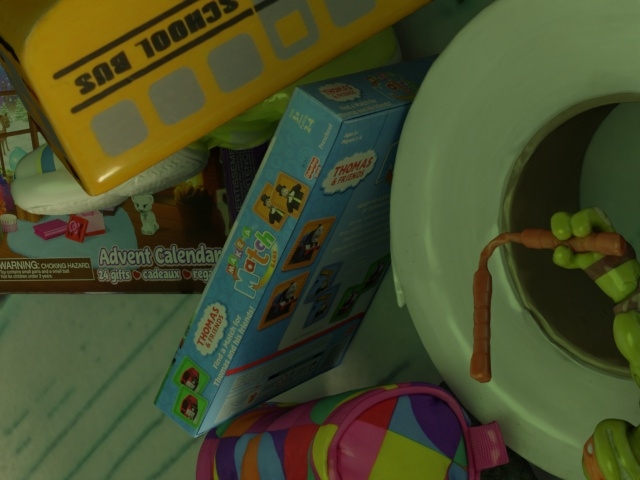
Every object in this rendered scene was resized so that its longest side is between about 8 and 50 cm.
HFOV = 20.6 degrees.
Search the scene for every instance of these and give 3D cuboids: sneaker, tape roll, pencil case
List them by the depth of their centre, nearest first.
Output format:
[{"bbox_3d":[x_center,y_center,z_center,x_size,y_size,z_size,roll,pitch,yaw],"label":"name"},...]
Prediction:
[{"bbox_3d":[0.180,-0.010,0.926,0.286,0.100,0.286,8,106,29],"label":"tape roll"},{"bbox_3d":[-0.078,-0.103,1.008,0.126,0.240,0.091,68,164,0],"label":"sneaker"},{"bbox_3d":[0.009,0.134,1.015,0.236,0.104,0.104,-16,94,65],"label":"pencil case"}]

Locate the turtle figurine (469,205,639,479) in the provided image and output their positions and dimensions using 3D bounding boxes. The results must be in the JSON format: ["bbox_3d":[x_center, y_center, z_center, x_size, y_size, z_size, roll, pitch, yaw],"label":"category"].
[{"bbox_3d":[0.207,0.078,0.818,0.217,0.087,0.269,-34,69,23],"label":"turtle figurine"}]

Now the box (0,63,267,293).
[{"bbox_3d":[-0.171,-0.067,1.150,0.293,0.057,0.201,-2,100,31],"label":"box"}]

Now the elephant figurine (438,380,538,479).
[{"bbox_3d":[0.116,0.233,1.012,0.239,0.186,0.169,33,154,32],"label":"elephant figurine"}]

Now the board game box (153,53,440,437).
[{"bbox_3d":[0.000,0.000,1.002,0.039,0.160,0.211,37,118,20],"label":"board game box"}]

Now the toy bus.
[{"bbox_3d":[-0.012,-0.167,0.906,0.108,0.332,0.130,43,161,57],"label":"toy bus"}]
